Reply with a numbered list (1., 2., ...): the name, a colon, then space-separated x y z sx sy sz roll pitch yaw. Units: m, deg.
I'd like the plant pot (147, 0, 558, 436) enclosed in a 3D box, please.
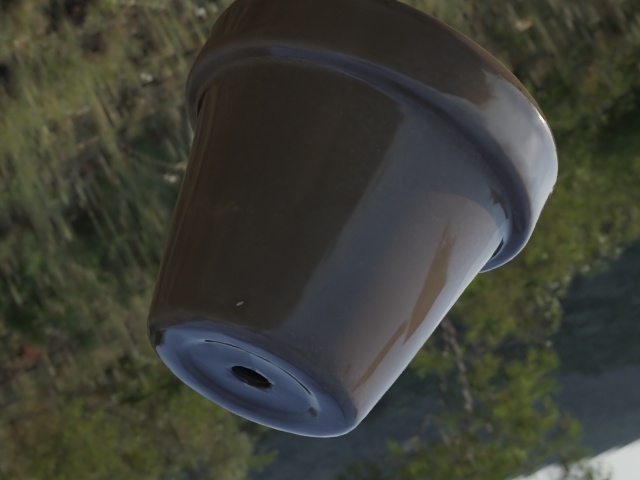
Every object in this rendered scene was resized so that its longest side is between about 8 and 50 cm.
1. plant pot: 0.000 0.000 0.937 0.229 0.263 0.263 -65 -173 -26
